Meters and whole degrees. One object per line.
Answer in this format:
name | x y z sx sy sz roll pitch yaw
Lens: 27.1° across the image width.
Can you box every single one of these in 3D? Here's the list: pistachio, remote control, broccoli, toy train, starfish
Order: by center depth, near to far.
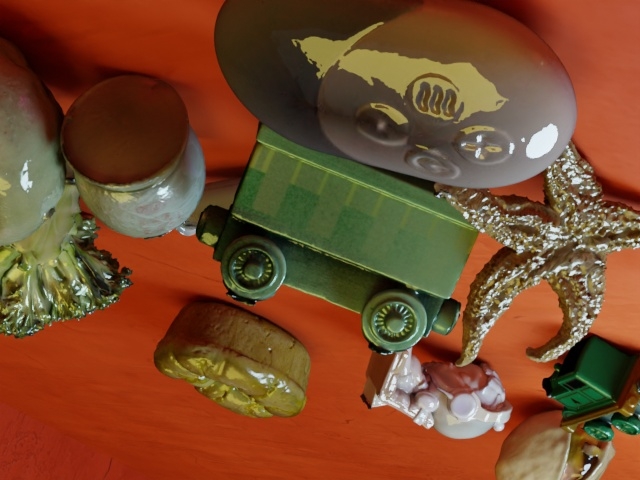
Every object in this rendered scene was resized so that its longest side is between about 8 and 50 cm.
remote control | 0.062 -0.140 1.176 0.332 0.103 0.221 16 147 13
starfish | 0.225 -0.002 1.347 0.299 0.060 0.302 -27 127 14
toy train | 0.028 -0.009 1.405 0.301 0.202 0.120 22 -167 -6
toy train | 0.370 0.196 1.783 0.136 0.091 0.228 34 159 -7
broccoli | -0.407 -0.022 1.800 0.252 0.221 0.361 9 147 10
pistachio | 0.363 0.344 2.069 0.157 0.157 0.229 23 147 -8

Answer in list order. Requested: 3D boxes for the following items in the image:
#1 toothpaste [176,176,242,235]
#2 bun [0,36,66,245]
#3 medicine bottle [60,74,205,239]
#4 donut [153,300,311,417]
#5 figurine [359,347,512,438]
toothpaste | -0.044 -0.051 1.571 0.323 0.066 0.100 -8 141 39
bun | -0.384 -0.137 1.502 0.283 0.179 0.283 26 140 24
medicine bottle | -0.207 -0.093 1.483 0.147 0.147 0.143 15 156 12
donut | -0.131 0.198 2.174 0.261 0.128 0.208 33 155 -32
figurine | 0.182 0.213 1.957 0.237 0.141 0.162 22 -172 -14
